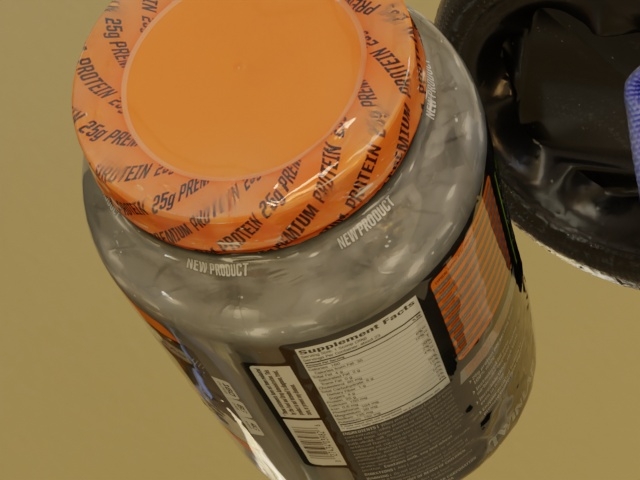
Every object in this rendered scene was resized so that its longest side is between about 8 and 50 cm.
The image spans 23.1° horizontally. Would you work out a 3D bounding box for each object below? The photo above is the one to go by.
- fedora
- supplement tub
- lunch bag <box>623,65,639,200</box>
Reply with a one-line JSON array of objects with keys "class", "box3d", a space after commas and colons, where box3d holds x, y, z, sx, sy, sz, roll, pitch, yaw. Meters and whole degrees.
[{"class": "fedora", "box3d": [0.253, -0.118, 1.189, 0.152, 0.334, 0.334, -39, 163, -39]}, {"class": "supplement tub", "box3d": [0.000, 0.000, 0.791, 0.193, 0.193, 0.316, -59, 154, -20]}, {"class": "lunch bag", "box3d": [0.283, 0.082, 0.724, 0.328, 0.239, 0.385, -23, 99, -69]}]
